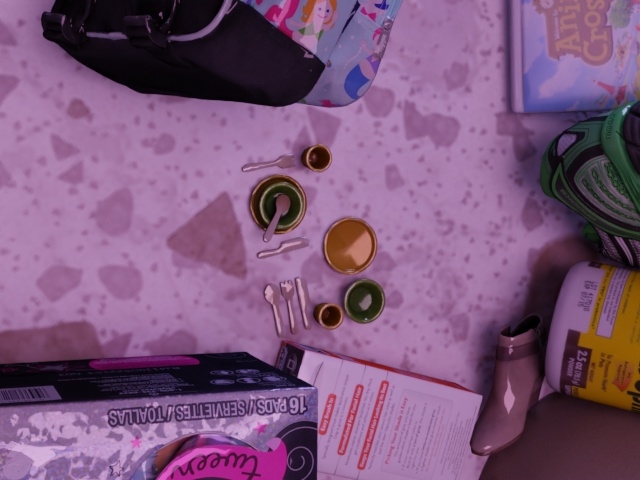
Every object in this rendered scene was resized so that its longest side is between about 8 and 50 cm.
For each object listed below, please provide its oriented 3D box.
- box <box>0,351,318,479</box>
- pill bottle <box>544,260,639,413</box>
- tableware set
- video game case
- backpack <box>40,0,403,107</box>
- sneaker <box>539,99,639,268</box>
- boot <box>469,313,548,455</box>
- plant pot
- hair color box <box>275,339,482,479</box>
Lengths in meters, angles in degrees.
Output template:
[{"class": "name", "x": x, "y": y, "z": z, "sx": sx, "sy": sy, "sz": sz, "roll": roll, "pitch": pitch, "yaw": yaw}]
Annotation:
[{"class": "box", "x": -0.142, "y": 0.164, "z": 0.786, "sx": 0.247, "sy": 0.163, "sz": 0.142, "roll": -1, "pitch": 94, "yaw": -21}, {"class": "pill bottle", "x": 0.302, "y": 0.093, "z": 0.924, "sx": 0.215, "sy": 0.117, "sz": 0.117, "roll": 12, "pitch": 91, "yaw": 21}, {"class": "tableware set", "x": 0.000, "y": 0.000, "z": 0.902, "sx": 0.104, "sy": 0.024, "sz": 0.154, "roll": -14, "pitch": 100, "yaw": -20}, {"class": "video game case", "x": 0.256, "y": -0.216, "z": 0.941, "sx": 0.194, "sy": 0.023, "sz": 0.212, "roll": -2, "pitch": 97, "yaw": 4}, {"class": "backpack", "x": -0.045, "y": -0.217, "z": 0.760, "sx": 0.191, "sy": 0.225, "sz": 0.253, "roll": 23, "pitch": 81, "yaw": -44}, {"class": "sneaker", "x": 0.325, "y": -0.019, "z": 0.982, "sx": 0.344, "sy": 0.146, "sz": 0.134, "roll": 36, "pitch": 63, "yaw": -35}, {"class": "boot", "x": 0.159, "y": 0.117, "z": 0.950, "sx": 0.118, "sy": 0.042, "sz": 0.086, "roll": -36, "pitch": 129, "yaw": -47}, {"class": "plant pot", "x": 0.298, "y": 0.267, "z": 0.911, "sx": 0.257, "sy": 0.274, "sz": 0.256, "roll": -2, "pitch": 96, "yaw": -21}, {"class": "hair color box", "x": 0.040, "y": 0.147, "z": 0.916, "sx": 0.167, "sy": 0.053, "sz": 0.093, "roll": 17, "pitch": 88, "yaw": -23}]
